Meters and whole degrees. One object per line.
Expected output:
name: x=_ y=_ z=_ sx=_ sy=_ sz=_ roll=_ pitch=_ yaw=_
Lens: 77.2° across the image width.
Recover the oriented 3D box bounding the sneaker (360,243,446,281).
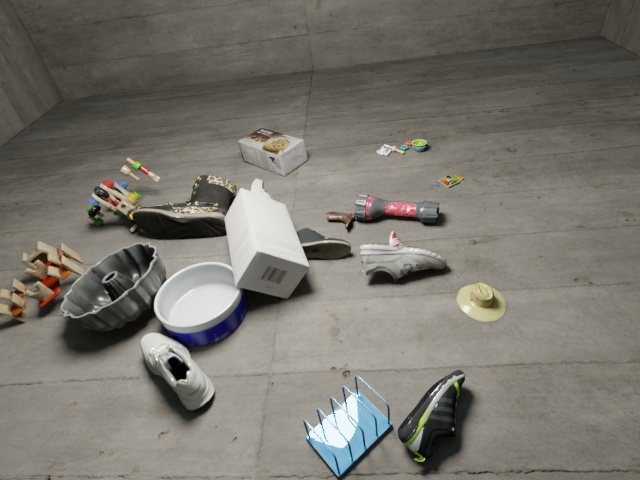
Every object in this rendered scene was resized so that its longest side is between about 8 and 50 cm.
sneaker: x=0.261 y=0.075 z=1.288 sx=0.282 sy=0.115 sz=0.105 roll=5 pitch=3 yaw=-2

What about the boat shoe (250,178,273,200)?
boat shoe: x=-0.235 y=-0.149 z=1.636 sx=0.096 sy=0.098 sz=0.276 roll=-6 pitch=49 yaw=4

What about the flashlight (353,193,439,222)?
flashlight: x=0.281 y=-0.113 z=1.489 sx=0.305 sy=0.103 sz=0.103 roll=7 pitch=69 yaw=17

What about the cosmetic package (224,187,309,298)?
cosmetic package: x=-0.190 y=0.000 z=1.343 sx=0.197 sy=0.155 sz=0.365 roll=20 pitch=27 yaw=-30

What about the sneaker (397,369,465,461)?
sneaker: x=0.273 y=0.402 z=0.921 sx=0.235 sy=0.084 sz=0.097 roll=-37 pitch=71 yaw=-27

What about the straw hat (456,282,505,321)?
straw hat: x=0.470 y=0.159 z=1.160 sx=0.145 sy=0.061 sz=0.144 roll=-6 pitch=41 yaw=5

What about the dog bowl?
dog bowl: x=-0.367 y=0.192 z=1.249 sx=0.265 sy=0.104 sz=0.264 roll=-5 pitch=41 yaw=5

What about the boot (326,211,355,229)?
boot: x=0.067 y=-0.078 z=1.534 sx=0.114 sy=0.037 sz=0.106 roll=9 pitch=32 yaw=17

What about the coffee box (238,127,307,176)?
coffee box: x=-0.232 y=-0.434 z=1.946 sx=0.297 sy=0.118 sz=0.168 roll=25 pitch=52 yaw=34

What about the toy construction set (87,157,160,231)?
toy construction set: x=-0.794 y=-0.175 z=1.709 sx=0.237 sy=0.257 sz=0.308 roll=36 pitch=64 yaw=-13

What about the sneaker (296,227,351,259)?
sneaker: x=0.000 y=0.000 z=1.420 sx=0.222 sy=0.083 sz=0.118 roll=-2 pitch=40 yaw=11

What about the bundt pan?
bundt pan: x=-0.642 y=0.158 z=1.296 sx=0.331 sy=0.124 sz=0.330 roll=-17 pitch=36 yaw=13

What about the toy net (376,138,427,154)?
toy net: x=0.383 y=-0.454 z=1.908 sx=0.233 sy=0.045 sz=0.122 roll=-3 pitch=41 yaw=8

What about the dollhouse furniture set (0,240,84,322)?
dollhouse furniture set: x=-0.957 y=0.127 z=1.411 sx=0.262 sy=0.135 sz=0.259 roll=-39 pitch=47 yaw=-2

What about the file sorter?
file sorter: x=0.061 y=0.412 z=0.909 sx=0.170 sy=0.104 sz=0.118 roll=-33 pitch=45 yaw=-25

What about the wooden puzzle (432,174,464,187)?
wooden puzzle: x=0.530 y=-0.248 z=1.663 sx=0.116 sy=0.014 sz=0.079 roll=-30 pitch=44 yaw=-22

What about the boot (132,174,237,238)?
boot: x=-0.539 y=-0.146 z=1.652 sx=0.378 sy=0.138 sz=0.284 roll=0 pitch=42 yaw=6

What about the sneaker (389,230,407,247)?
sneaker: x=0.271 y=0.014 z=1.382 sx=0.067 sy=0.042 sz=0.118 roll=-2 pitch=48 yaw=15

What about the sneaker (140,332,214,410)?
sneaker: x=-0.399 y=0.323 z=1.083 sx=0.297 sy=0.129 sz=0.111 roll=24 pitch=52 yaw=35
